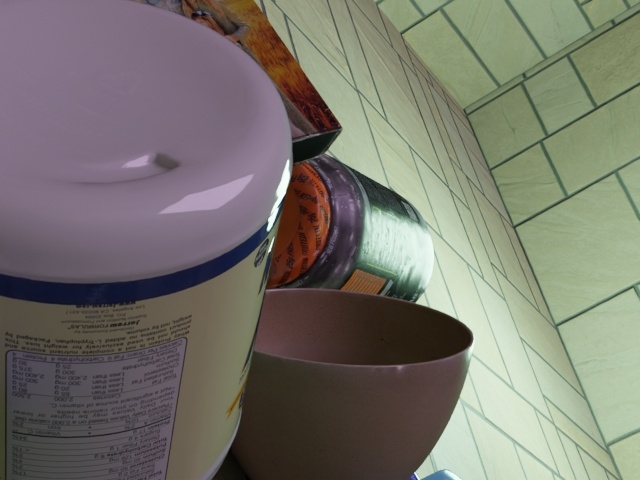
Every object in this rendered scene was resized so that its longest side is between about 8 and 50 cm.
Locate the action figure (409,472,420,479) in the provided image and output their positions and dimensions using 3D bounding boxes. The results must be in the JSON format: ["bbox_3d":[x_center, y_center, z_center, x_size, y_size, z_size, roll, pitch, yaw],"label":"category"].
[{"bbox_3d":[0.051,0.225,1.283,0.280,0.091,0.139,46,22,1],"label":"action figure"}]

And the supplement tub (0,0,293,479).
[{"bbox_3d":[-0.154,0.040,0.650,0.235,0.324,0.235,8,40,-7],"label":"supplement tub"}]

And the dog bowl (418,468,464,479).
[{"bbox_3d":[0.069,0.323,1.071,0.297,0.166,0.074,-9,49,-50],"label":"dog bowl"}]

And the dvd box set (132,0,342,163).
[{"bbox_3d":[-0.200,-0.242,1.158,0.308,0.062,0.420,-19,69,-43],"label":"dvd box set"}]

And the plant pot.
[{"bbox_3d":[0.008,0.175,1.099,0.284,0.284,0.190,-32,129,-72],"label":"plant pot"}]

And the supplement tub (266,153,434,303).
[{"bbox_3d":[0.000,0.000,1.364,0.338,0.207,0.207,23,41,-62],"label":"supplement tub"}]
